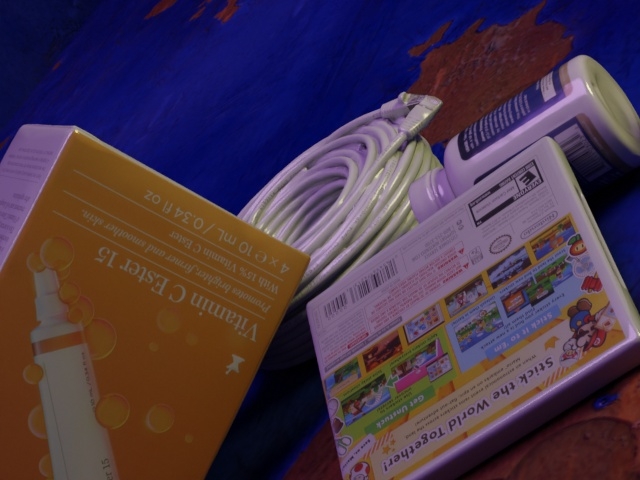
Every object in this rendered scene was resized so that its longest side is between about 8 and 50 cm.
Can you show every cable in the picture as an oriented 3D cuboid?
[{"bbox_3d":[0.000,0.000,1.262,0.257,0.089,0.257,-17,34,51],"label":"cable"}]

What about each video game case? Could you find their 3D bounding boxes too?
[{"bbox_3d":[0.096,0.059,0.974,0.227,0.026,0.206,-35,39,19],"label":"video game case"}]

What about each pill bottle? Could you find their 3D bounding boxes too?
[{"bbox_3d":[0.153,-0.057,1.080,0.169,0.094,0.094,-33,23,25],"label":"pill bottle"}]

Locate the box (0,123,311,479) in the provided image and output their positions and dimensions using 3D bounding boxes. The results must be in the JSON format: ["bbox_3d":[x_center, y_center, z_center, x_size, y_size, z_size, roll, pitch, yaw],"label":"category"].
[{"bbox_3d":[-0.196,0.111,1.094,0.345,0.215,0.168,-65,24,-6],"label":"box"}]
